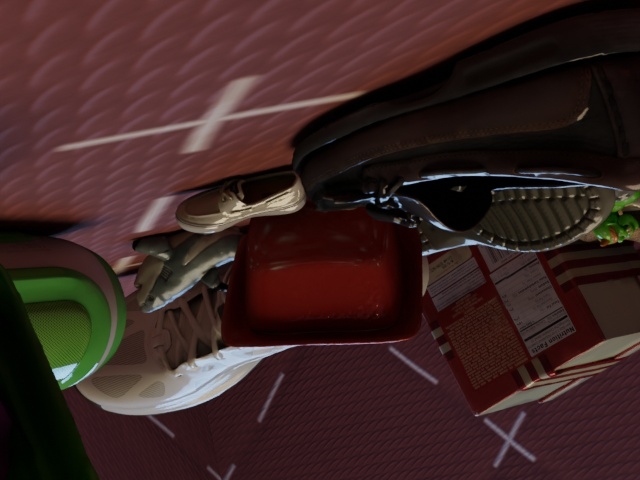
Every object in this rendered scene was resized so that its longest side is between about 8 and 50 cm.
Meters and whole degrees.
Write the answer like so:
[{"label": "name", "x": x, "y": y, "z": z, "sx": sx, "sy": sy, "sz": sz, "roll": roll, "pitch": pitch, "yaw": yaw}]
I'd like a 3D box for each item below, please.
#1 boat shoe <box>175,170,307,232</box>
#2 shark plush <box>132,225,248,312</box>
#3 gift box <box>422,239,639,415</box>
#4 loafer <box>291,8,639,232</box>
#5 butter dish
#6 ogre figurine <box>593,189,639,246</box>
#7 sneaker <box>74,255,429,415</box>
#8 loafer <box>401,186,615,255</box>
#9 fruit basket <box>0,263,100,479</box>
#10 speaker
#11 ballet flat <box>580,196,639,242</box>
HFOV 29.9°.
[{"label": "boat shoe", "x": -0.061, "y": -0.032, "z": 0.888, "sx": 0.100, "sy": 0.035, "sz": 0.035, "roll": -9, "pitch": 148, "yaw": 4}, {"label": "shark plush", "x": -0.103, "y": 0.021, "z": 1.143, "sx": 0.161, "sy": 0.067, "sz": 0.073, "roll": -13, "pitch": 175, "yaw": 2}, {"label": "gift box", "x": 0.301, "y": 0.057, "z": 1.605, "sx": 0.255, "sy": 0.276, "sz": 0.258, "roll": -32, "pitch": 161, "yaw": 34}, {"label": "loafer", "x": 0.079, "y": -0.044, "z": 0.700, "sx": 0.109, "sy": 0.095, "sz": 0.302, "roll": -9, "pitch": 174, "yaw": -33}, {"label": "butter dish", "x": 0.000, "y": 0.000, "z": 0.955, "sx": 0.160, "sy": 0.118, "sz": 0.160, "roll": -2, "pitch": -144, "yaw": 6}, {"label": "ogre figurine", "x": 0.279, "y": -0.057, "z": 1.129, "sx": 0.118, "sy": 0.097, "sz": 0.197, "roll": -30, "pitch": -162, "yaw": -24}, {"label": "sneaker", "x": -0.110, "y": 0.064, "z": 1.330, "sx": 0.447, "sy": 0.169, "sz": 0.257, "roll": -21, "pitch": 165, "yaw": 8}, {"label": "loafer", "x": 0.145, "y": -0.045, "z": 1.015, "sx": 0.251, "sy": 0.094, "sz": 0.087, "roll": -4, "pitch": -153, "yaw": 47}, {"label": "fruit basket", "x": -0.286, "y": 0.068, "z": 0.513, "sx": 0.392, "sy": 0.392, "sz": 0.283, "roll": -10, "pitch": -144, "yaw": -24}, {"label": "speaker", "x": -0.264, "y": 0.059, "z": 0.848, "sx": 0.131, "sy": 0.131, "sz": 0.296, "roll": -15, "pitch": 175, "yaw": 24}, {"label": "ballet flat", "x": 0.428, "y": -0.048, "z": 1.534, "sx": 0.316, "sy": 0.107, "sz": 0.106, "roll": -9, "pitch": 167, "yaw": -45}]
